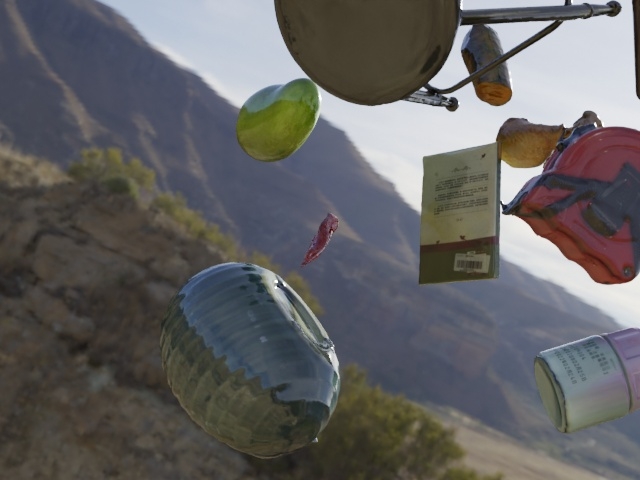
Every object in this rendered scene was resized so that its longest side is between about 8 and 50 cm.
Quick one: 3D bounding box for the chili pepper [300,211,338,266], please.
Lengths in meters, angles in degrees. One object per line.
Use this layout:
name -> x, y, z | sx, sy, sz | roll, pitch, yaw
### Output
chili pepper -> 0.000, 0.000, 1.734 | 0.027, 0.045, 0.178 | 30, 30, 1

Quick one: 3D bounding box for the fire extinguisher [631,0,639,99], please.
fire extinguisher -> 0.486, -0.256, 1.464 | 0.099, 0.231, 0.071 | -14, 23, -7

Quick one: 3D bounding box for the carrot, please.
carrot -> 0.309, -0.329, 1.963 | 0.082, 0.173, 0.082 | -2, -37, -2

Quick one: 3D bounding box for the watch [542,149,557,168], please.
watch -> 0.609, -0.105, 2.470 | 0.165, 0.268, 0.102 | -1, 20, 22

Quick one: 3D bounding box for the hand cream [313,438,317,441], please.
hand cream -> -0.049, 0.320, 1.701 | 0.093, 0.030, 0.019 | -8, -24, -24

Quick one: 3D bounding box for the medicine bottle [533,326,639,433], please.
medicine bottle -> 0.427, 0.213, 1.611 | 0.168, 0.135, 0.135 | -16, 1, -3

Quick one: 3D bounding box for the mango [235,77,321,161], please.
mango -> -0.086, -0.258, 2.241 | 0.143, 0.175, 0.293 | 22, -17, -21

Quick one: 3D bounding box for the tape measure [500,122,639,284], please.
tape measure -> 0.470, -0.071, 1.746 | 0.253, 0.260, 0.114 | 39, -7, -3

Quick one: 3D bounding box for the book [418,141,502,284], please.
book -> 0.288, -0.054, 2.177 | 0.026, 0.289, 0.201 | 15, -16, -43

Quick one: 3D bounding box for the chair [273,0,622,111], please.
chair -> 0.159, -0.395, 1.618 | 0.364, 0.362, 0.410 | -29, -1, 39

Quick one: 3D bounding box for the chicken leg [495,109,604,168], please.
chicken leg -> 0.460, -0.208, 2.131 | 0.251, 0.087, 0.107 | -11, -57, 49

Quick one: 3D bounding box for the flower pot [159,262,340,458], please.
flower pot -> -0.078, 0.129, 1.170 | 0.189, 0.157, 0.243 | 37, 15, -51
